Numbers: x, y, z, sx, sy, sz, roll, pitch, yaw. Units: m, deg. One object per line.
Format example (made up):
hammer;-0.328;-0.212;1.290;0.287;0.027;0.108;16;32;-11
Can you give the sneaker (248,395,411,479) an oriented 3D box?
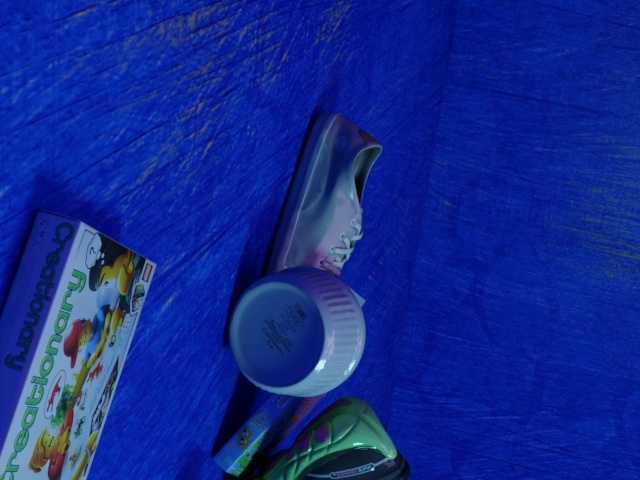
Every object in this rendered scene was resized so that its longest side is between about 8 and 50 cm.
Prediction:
sneaker;-0.017;0.451;1.656;0.185;0.202;0.483;-44;177;-42

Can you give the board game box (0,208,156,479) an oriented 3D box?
board game box;-0.264;0.140;0.953;0.193;0.053;0.305;47;58;-72

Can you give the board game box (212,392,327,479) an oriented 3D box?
board game box;-0.081;0.312;1.643;0.211;0.039;0.160;-47;161;-8

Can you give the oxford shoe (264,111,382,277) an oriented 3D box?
oxford shoe;0.000;0.000;1.664;0.169;0.130;0.450;41;66;-78

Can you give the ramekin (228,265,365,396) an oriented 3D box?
ramekin;-0.045;0.142;1.493;0.109;0.207;0.207;6;97;-65

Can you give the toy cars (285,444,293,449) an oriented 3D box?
toy cars;-0.058;0.600;1.878;0.087;0.176;0.394;-9;107;-57

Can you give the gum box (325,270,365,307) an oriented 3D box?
gum box;0.002;0.142;1.651;0.157;0.041;0.184;-56;161;-3
